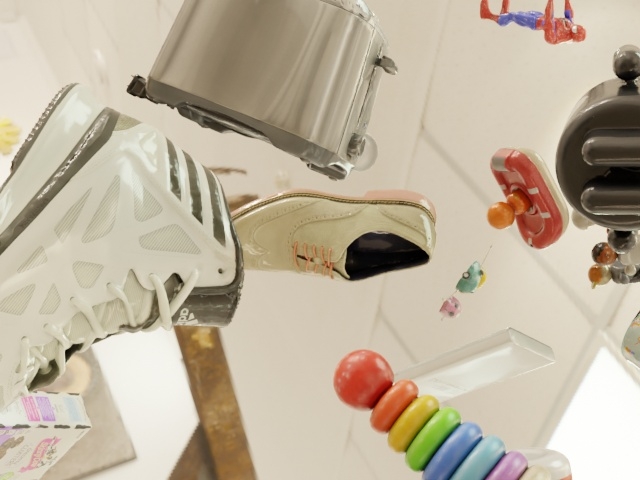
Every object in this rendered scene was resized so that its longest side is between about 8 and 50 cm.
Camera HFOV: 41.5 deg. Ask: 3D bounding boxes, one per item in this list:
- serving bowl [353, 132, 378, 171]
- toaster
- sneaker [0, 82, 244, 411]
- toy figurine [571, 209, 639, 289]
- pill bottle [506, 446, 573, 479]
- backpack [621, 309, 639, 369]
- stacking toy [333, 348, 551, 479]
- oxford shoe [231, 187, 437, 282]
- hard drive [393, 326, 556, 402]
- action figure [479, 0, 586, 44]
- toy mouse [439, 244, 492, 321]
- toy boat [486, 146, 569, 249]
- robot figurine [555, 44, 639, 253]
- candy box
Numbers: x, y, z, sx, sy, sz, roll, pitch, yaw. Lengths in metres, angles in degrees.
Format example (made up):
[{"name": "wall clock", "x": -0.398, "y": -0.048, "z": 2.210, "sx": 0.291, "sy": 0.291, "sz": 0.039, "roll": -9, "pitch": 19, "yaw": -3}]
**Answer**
[{"name": "serving bowl", "x": 0.080, "y": -0.188, "z": 1.787, "sx": 0.027, "sy": 0.083, "sz": 0.083, "roll": 24, "pitch": -54, "yaw": 60}, {"name": "toaster", "x": -0.047, "y": -0.157, "z": 0.747, "sx": 0.226, "sy": 0.129, "sz": 0.147, "roll": 23, "pitch": -90, "yaw": 18}, {"name": "sneaker", "x": -0.211, "y": 0.060, "z": 0.796, "sx": 0.169, "sy": 0.257, "sz": 0.448, "roll": -52, "pitch": -165, "yaw": 53}, {"name": "toy figurine", "x": 0.599, "y": -0.017, "z": 1.726, "sx": 0.213, "sy": 0.148, "sz": 0.210, "roll": 58, "pitch": 27, "yaw": -69}, {"name": "pill bottle", "x": 0.386, "y": 0.555, "z": 1.547, "sx": 0.181, "sy": 0.181, "sz": 0.323, "roll": 163, "pitch": -80, "yaw": -67}, {"name": "backpack", "x": 0.609, "y": 0.157, "z": 1.431, "sx": 0.144, "sy": 0.188, "sz": 0.166, "roll": 50, "pitch": 2, "yaw": 39}, {"name": "stacking toy", "x": 0.149, "y": 0.277, "z": 1.183, "sx": 0.330, "sy": 0.141, "sz": 0.141, "roll": 37, "pitch": -36, "yaw": 19}, {"name": "oxford shoe", "x": 0.000, "y": 0.000, "z": 1.423, "sx": 0.147, "sy": 0.396, "sz": 0.141, "roll": -85, "pitch": 165, "yaw": -58}, {"name": "hard drive", "x": 0.373, "y": 0.319, "z": 2.103, "sx": 0.353, "sy": 0.233, "sz": 0.047, "roll": -27, "pitch": -124, "yaw": 31}, {"name": "action figure", "x": 0.438, "y": -0.476, "z": 1.692, "sx": 0.280, "sy": 0.091, "sz": 0.139, "roll": 46, "pitch": -40, "yaw": 49}, {"name": "toy mouse", "x": 0.244, "y": 0.090, "z": 1.448, "sx": 0.031, "sy": 0.143, "sz": 0.161, "roll": 37, "pitch": -66, "yaw": 15}, {"name": "toy boat", "x": 0.416, "y": -0.076, "z": 1.786, "sx": 0.231, "sy": 0.151, "sz": 0.151, "roll": 58, "pitch": -13, "yaw": -17}, {"name": "robot figurine", "x": 0.386, "y": -0.114, "z": 1.065, "sx": 0.173, "sy": 0.278, "sz": 0.209, "roll": 38, "pitch": -61, "yaw": 4}, {"name": "candy box", "x": -0.493, "y": 0.312, "z": 1.338, "sx": 0.165, "sy": 0.196, "sz": 0.070, "roll": -45, "pitch": -123, "yaw": 21}]
